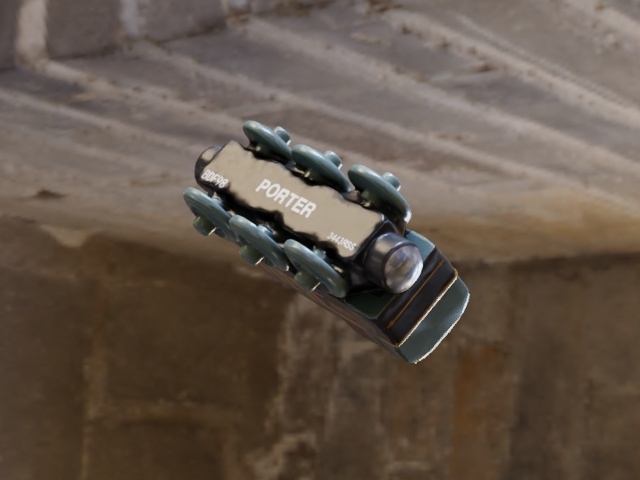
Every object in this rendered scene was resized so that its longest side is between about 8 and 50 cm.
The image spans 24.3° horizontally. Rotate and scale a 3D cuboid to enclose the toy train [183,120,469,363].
[{"bbox_3d":[0.000,0.000,1.505,0.142,0.334,0.190,-50,131,-12],"label":"toy train"}]
